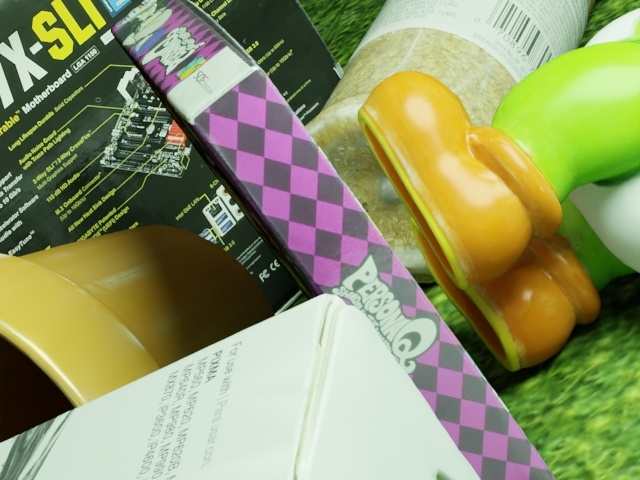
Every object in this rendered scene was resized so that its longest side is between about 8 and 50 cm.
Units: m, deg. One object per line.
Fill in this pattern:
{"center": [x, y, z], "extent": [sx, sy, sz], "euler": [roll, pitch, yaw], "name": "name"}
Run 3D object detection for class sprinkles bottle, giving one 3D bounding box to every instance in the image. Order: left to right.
{"center": [0.094, -0.123, 1.133], "extent": [0.121, 0.121, 0.355], "euler": [-18, 26, 34], "name": "sprinkles bottle"}

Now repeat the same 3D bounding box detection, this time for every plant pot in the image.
{"center": [-0.117, 0.083, 0.928], "extent": [0.205, 0.205, 0.188], "euler": [-17, 12, 37], "name": "plant pot"}

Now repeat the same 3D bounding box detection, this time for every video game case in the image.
{"center": [0.000, 0.000, 0.860], "extent": [0.042, 0.232, 0.210], "euler": [-37, 22, -2], "name": "video game case"}

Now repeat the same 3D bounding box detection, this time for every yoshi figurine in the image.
{"center": [0.191, -0.111, 0.886], "extent": [0.362, 0.203, 0.203], "euler": [-31, 15, 0], "name": "yoshi figurine"}

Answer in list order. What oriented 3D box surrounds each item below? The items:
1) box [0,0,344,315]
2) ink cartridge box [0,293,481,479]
{"center": [-0.127, -0.035, 1.077], "extent": [0.322, 0.257, 0.079], "euler": [-45, 23, -24], "name": "box"}
{"center": [-0.062, 0.167, 0.641], "extent": [0.273, 0.197, 0.114], "euler": [-26, 24, 19], "name": "ink cartridge box"}
